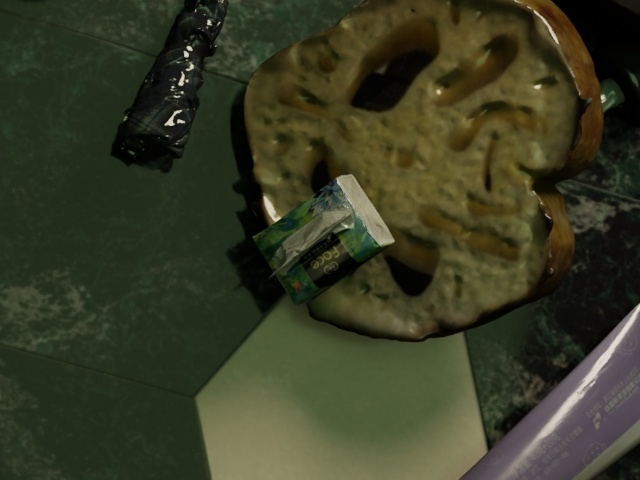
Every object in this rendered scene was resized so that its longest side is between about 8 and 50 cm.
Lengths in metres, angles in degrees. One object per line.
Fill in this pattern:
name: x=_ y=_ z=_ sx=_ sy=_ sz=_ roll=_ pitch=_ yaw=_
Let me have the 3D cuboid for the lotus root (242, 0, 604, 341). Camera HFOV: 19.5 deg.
lotus root: x=0.096 y=-0.086 z=1.880 sx=0.375 sy=0.111 sz=0.390 roll=26 pitch=104 yaw=12

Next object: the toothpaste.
toothpaste: x=0.259 y=0.214 z=1.962 sx=0.371 sy=0.080 sz=0.125 roll=-38 pitch=92 yaw=-15

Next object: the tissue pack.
tissue pack: x=-0.001 y=0.001 z=1.829 sx=0.111 sy=0.079 sz=0.085 roll=-35 pitch=84 yaw=20

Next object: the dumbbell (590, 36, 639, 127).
dumbbell: x=0.267 y=-0.129 z=1.972 sx=0.191 sy=0.100 sz=0.100 roll=-31 pitch=92 yaw=-10

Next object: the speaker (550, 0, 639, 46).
speaker: x=0.343 y=-0.348 z=1.936 sx=0.232 sy=0.184 sz=0.254 roll=28 pitch=88 yaw=-15

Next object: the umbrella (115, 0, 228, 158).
umbrella: x=-0.141 y=-0.184 z=1.921 sx=0.080 sy=0.071 sz=0.224 roll=8 pitch=68 yaw=29
